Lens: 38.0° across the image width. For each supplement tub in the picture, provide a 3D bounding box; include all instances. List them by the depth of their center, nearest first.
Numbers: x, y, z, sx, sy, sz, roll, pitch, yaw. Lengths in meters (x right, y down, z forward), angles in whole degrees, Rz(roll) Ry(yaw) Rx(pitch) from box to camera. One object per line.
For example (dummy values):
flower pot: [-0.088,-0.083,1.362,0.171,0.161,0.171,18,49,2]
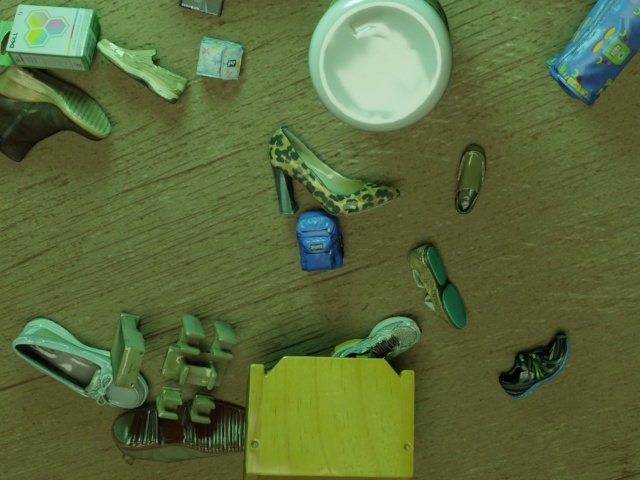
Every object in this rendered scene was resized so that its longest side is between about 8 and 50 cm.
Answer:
supplement tub: [0.112,-0.345,1.652,0.241,0.331,0.241,2,113,5]

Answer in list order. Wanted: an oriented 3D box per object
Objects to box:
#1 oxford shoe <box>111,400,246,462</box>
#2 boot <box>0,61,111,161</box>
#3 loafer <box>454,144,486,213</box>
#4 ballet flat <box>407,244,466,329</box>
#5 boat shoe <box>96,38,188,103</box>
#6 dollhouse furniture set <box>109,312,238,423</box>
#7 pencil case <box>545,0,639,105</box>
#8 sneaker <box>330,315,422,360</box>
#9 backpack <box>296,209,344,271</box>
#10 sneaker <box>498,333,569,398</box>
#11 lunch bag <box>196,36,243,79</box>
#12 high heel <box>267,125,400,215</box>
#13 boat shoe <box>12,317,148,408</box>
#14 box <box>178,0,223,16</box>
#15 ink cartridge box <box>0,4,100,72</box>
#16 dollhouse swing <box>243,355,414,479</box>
oxford shoe: [-0.301,0.452,2.155,0.348,0.123,0.130,3,144,-1]
boot: [-0.575,-0.237,1.919,0.248,0.090,0.207,35,123,-10]
loafer: [0.304,-0.118,1.874,0.056,0.050,0.148,6,112,4]
ballet flat: [0.244,0.101,1.971,0.067,0.073,0.206,-12,110,40]
boat shoe: [-0.351,-0.353,1.849,0.190,0.068,0.072,33,99,-18]
dollhouse furniture set: [-0.332,0.261,2.063,0.242,0.161,0.212,13,106,-21]
pencil case: [0.542,-0.397,1.698,0.133,0.119,0.306,21,115,-35]
sneaker: [0.122,0.244,2.017,0.225,0.092,0.088,-31,105,16]
backpack: [0.000,0.000,1.929,0.098,0.101,0.120,-6,107,2]
sneaker: [0.462,0.268,2.004,0.078,0.067,0.188,38,114,-16]
lunch bag: [-0.198,-0.358,1.831,0.083,0.053,0.071,10,114,-8]
high heel: [0.024,-0.147,1.870,0.261,0.093,0.186,-3,113,13]
boat shoe: [-0.542,0.294,2.101,0.320,0.103,0.118,35,111,-8]
box: [-0.228,-0.478,1.803,0.083,0.018,0.067,16,113,0]
ink cartridge box: [-0.548,-0.398,1.817,0.209,0.062,0.109,5,68,4]
dollhouse swing: [0.005,0.412,2.050,0.347,0.305,0.315,2,84,-7]
